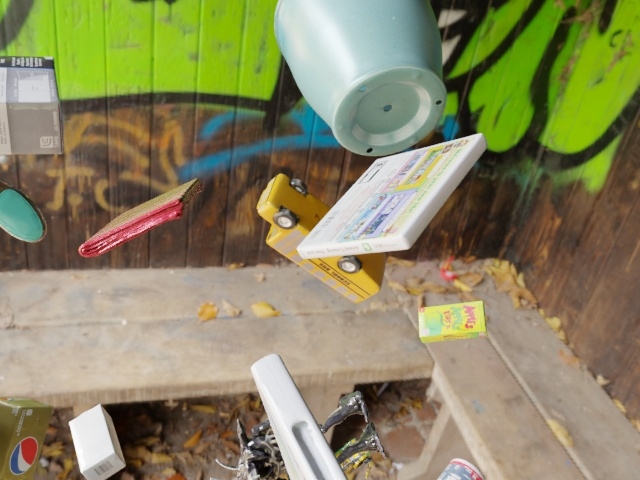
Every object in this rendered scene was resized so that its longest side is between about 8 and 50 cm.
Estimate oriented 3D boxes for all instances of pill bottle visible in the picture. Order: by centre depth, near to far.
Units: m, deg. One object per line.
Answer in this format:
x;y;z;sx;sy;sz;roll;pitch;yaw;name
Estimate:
0.324;0.645;1.567;0.108;0.108;0.180;30;50;29;pill bottle

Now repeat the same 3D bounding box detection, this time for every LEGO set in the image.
0.060;0.772;1.865;0.254;0.331;0.192;-12;50;-48;LEGO set

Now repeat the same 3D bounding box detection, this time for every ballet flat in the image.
-0.601;-0.083;1.161;0.221;0.077;0.079;42;-7;-24;ballet flat

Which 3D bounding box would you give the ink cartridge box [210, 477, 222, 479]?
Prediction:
-0.215;0.682;1.581;0.145;0.045;0.179;21;8;-18;ink cartridge box

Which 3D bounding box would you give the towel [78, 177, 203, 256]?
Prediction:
-0.323;-0.047;1.174;0.198;0.031;0.275;-24;14;3;towel

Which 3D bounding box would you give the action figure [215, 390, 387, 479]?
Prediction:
-0.041;0.349;1.037;0.275;0.164;0.141;-22;2;-2;action figure

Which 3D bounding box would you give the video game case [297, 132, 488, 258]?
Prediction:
0.092;-0.055;0.817;0.193;0.023;0.212;-7;33;50;video game case

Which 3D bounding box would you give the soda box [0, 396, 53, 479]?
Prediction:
-0.391;0.286;0.764;0.058;0.182;0.061;10;-11;18;soda box

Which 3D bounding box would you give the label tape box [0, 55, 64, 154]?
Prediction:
-0.643;-0.246;1.121;0.333;0.106;0.241;-5;35;-23;label tape box

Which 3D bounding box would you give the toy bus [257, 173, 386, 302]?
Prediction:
0.000;0.000;1.394;0.332;0.130;0.108;35;47;-20;toy bus

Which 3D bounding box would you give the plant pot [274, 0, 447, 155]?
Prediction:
0.080;-0.286;1.022;0.271;0.272;0.255;-2;54;-19;plant pot

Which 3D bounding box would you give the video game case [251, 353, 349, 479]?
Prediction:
0.028;0.314;0.634;0.036;0.329;0.300;-25;50;-13;video game case

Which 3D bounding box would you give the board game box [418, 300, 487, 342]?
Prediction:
0.369;0.228;1.762;0.181;0.043;0.092;-9;54;18;board game box

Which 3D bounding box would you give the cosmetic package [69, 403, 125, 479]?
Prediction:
-0.713;0.647;2.005;0.117;0.086;0.231;-29;37;-12;cosmetic package
